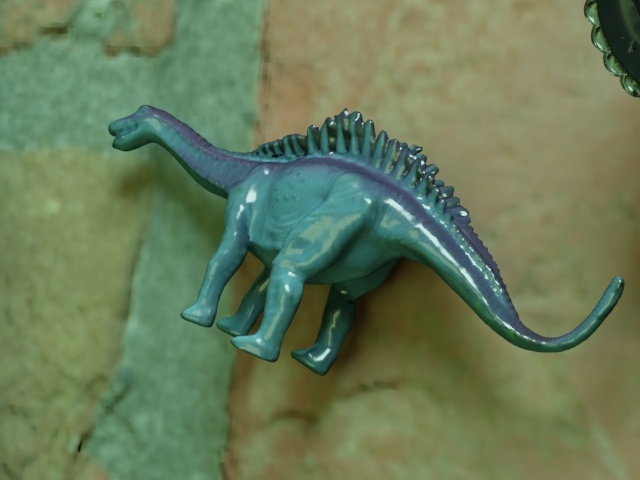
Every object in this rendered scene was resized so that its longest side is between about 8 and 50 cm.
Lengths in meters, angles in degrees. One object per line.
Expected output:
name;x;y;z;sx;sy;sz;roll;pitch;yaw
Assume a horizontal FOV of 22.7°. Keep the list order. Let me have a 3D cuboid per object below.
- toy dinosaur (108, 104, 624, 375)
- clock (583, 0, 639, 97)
toy dinosaur;0.000;0.000;0.492;0.197;0.045;0.080;21;86;34
clock;0.104;-0.063;0.396;0.083;0.010;0.074;20;98;31
